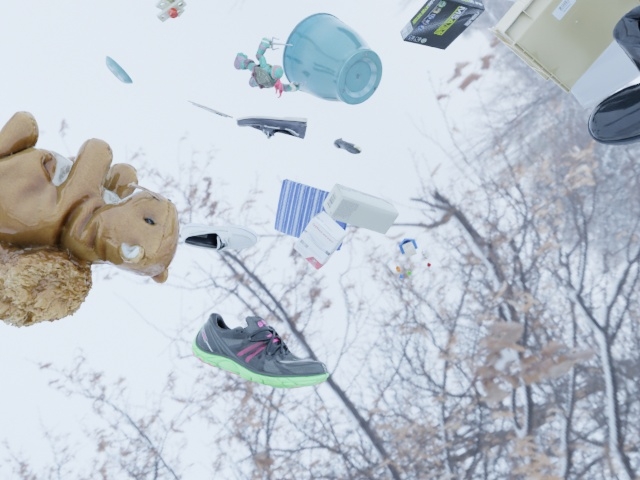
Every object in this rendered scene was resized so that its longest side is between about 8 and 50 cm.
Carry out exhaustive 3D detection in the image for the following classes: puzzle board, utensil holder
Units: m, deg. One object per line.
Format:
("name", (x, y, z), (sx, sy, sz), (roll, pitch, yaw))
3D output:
("puzzle board", (-0.368, -0.435, 2.057), (0.128, 0.011, 0.096), (25, -169, 25))
("utensil holder", (0.881, -0.625, 1.841), (0.328, 0.385, 0.327), (39, -149, -28))

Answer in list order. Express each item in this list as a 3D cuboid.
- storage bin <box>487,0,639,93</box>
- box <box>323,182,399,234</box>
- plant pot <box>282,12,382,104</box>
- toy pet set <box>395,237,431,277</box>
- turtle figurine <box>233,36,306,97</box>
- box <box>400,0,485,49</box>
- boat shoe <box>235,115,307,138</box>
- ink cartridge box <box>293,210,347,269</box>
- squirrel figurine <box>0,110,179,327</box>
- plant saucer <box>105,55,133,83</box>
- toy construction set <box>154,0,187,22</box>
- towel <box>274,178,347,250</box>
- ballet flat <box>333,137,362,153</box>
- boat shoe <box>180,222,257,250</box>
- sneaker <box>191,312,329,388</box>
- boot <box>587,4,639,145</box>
("storage bin", (0.582, -0.538, 1.477), (0.260, 0.262, 0.123), (28, -156, -28))
("box", (0.156, -0.119, 2.375), (0.275, 0.113, 0.094), (16, -150, -32))
("plant pot", (0.056, -0.570, 2.019), (0.272, 0.271, 0.255), (20, -163, -48))
("toy pet set", (0.317, 0.055, 2.207), (0.065, 0.122, 0.114), (-101, -13, -59))
("turtle figurine", (-0.151, -0.495, 1.791), (0.118, 0.234, 0.175), (-39, -57, -26))
("box", (0.370, -0.670, 1.885), (0.184, 0.191, 0.045), (2, -116, -34))
("boat shoe", (-0.140, -0.319, 1.746), (0.075, 0.206, 0.064), (-60, -28, -80))
("ink cartridge box", (0.000, 0.000, 1.711), (0.099, 0.135, 0.056), (44, -137, 8))
("squirrel figurine", (-0.482, 0.001, 1.213), (0.371, 0.397, 0.281), (28, 162, 7))
("plant saucer", (-0.685, -0.570, 2.085), (0.119, 0.021, 0.119), (40, 168, 10))
("toy construction set", (-0.515, -0.887, 2.004), (0.327, 0.215, 0.151), (63, 173, 6))
("towel", (-0.036, -0.113, 2.656), (0.336, 0.243, 0.040), (19, -163, 24))
("ballet flat", (0.114, -0.394, 2.543), (0.173, 0.049, 0.057), (29, 162, 49))
("boat shoe", (-0.351, -0.004, 2.160), (0.268, 0.096, 0.088), (10, -151, -18))
("sneaker", (-0.199, 0.357, 2.030), (0.483, 0.202, 0.185), (15, 172, 16))
("boot", (0.733, -0.364, 1.373), (0.445, 0.367, 0.146), (10, -114, -53))
